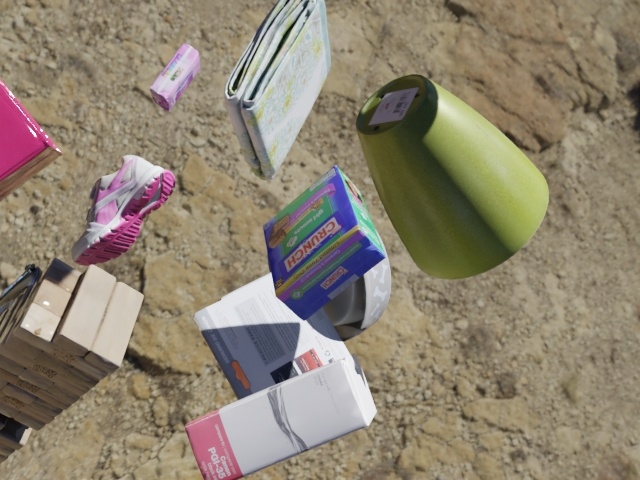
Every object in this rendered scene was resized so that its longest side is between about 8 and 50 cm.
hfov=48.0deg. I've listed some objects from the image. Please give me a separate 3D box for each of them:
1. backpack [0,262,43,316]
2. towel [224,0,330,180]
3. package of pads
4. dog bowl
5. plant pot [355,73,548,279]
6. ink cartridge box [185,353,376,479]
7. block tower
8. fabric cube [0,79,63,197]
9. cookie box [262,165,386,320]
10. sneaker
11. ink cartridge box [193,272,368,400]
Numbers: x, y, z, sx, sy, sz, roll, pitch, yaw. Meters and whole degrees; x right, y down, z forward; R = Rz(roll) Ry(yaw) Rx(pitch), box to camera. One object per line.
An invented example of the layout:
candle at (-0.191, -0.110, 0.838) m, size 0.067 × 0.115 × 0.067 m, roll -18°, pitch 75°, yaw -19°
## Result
backpack at (-0.640, 0.162, 1.542) m, size 0.117 × 0.173 × 0.158 m, roll 43°, pitch 15°, yaw -30°
towel at (-0.087, -0.339, 1.565) m, size 0.090 × 0.374 × 0.321 m, roll 25°, pitch 76°, yaw 12°
package of pads at (-0.196, -0.221, 0.973) m, size 0.032 × 0.050 × 0.083 m, roll 32°, pitch 77°, yaw 1°
dog bowl at (0.020, 0.065, 1.630) m, size 0.102 × 0.349 × 0.349 m, roll -17°, pitch 75°, yaw -36°
plant pot at (0.197, -0.130, 1.218) m, size 0.293 × 0.274 × 0.275 m, roll 47°, pitch 45°, yaw -33°
ink cartridge box at (-0.056, 0.301, 1.219) m, size 0.283 × 0.207 × 0.117 m, roll -23°, pitch 80°, yaw 5°
block tower at (-0.313, 0.144, 0.724) m, size 0.091 × 0.335 × 0.097 m, roll 37°, pitch 34°, yaw -23°
fabric cube at (-0.646, -0.178, 1.259) m, size 0.258 × 0.259 × 0.254 m, roll -39°, pitch 101°, yaw -10°
cookie box at (0.000, 0.000, 0.612) m, size 0.040 × 0.092 × 0.107 m, roll 42°, pitch 17°, yaw -31°
sneaker at (-0.401, -0.061, 1.400) m, size 0.111 × 0.103 × 0.252 m, roll 40°, pitch 86°, yaw 20°
ink cartridge box at (-0.102, 0.243, 1.497) m, size 0.272 × 0.130 × 0.309 m, roll -25°, pitch 81°, yaw -34°
